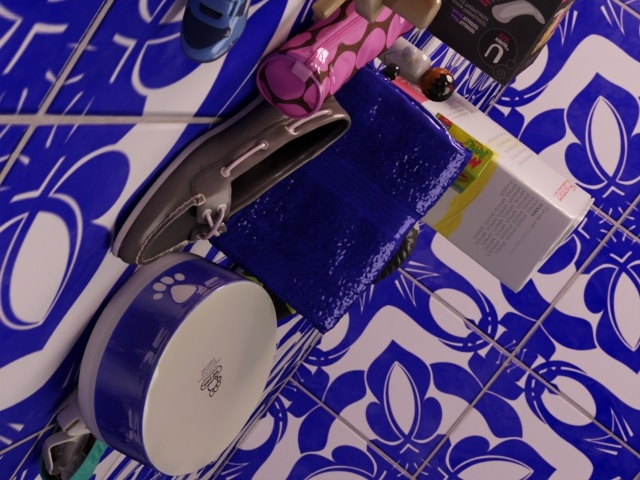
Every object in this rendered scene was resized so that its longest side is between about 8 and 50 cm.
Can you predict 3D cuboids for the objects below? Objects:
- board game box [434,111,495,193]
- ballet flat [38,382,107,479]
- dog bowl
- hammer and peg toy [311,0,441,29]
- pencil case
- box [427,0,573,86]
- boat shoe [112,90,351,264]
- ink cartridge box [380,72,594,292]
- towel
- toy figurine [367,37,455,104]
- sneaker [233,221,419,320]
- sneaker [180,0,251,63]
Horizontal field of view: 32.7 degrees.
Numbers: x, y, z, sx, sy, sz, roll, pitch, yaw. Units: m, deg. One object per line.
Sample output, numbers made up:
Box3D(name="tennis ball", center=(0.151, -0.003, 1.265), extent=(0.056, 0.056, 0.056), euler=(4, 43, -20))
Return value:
Box3D(name="board game box", center=(0.178, -0.117, 1.500), extent=(0.043, 0.092, 0.181), euler=(-53, 177, -3))
Box3D(name="ballet flat", center=(-0.312, 0.246, 1.430), extent=(0.087, 0.083, 0.247), euler=(-20, 148, -47))
Box3D(name="dog bowl", center=(-0.171, 0.154, 1.363), extent=(0.265, 0.104, 0.265), euler=(-38, 139, -42))
Box3D(name="hammer and peg toy", center=(0.111, -0.327, 1.062), extent=(0.266, 0.127, 0.361), euler=(-54, 174, -2))
Box3D(name="pencil case", center=(0.024, -0.225, 1.222), extent=(0.209, 0.095, 0.098), euler=(-46, -166, -29))
Box3D(name="box", center=(0.319, -0.409, 1.725), extent=(0.143, 0.165, 0.270), euler=(-40, 166, -52))
Box3D(name="boat shoe", center=(-0.089, -0.075, 1.217), extent=(0.335, 0.095, 0.112), euler=(-47, 170, -31))
Box3D(name="ink cartridge box", center=(0.242, -0.110, 1.809), extent=(0.160, 0.384, 0.279), euler=(-55, 170, 19))
Box3D(name="towel", center=(0.015, -0.061, 1.371), extent=(0.308, 0.227, 0.076), euler=(-52, -178, 8))
Box3D(name="toy figurine", center=(0.080, -0.170, 1.520), extent=(0.209, 0.148, 0.213), euler=(-41, 165, -51))
Box3D(name="sneaker", center=(0.000, 0.000, 1.667), extent=(0.384, 0.145, 0.147), euler=(-21, -147, 45))
Box3D(name="sneaker", center=(-0.076, -0.214, 0.890), extent=(0.144, 0.053, 0.059), euler=(-61, 171, 5))
